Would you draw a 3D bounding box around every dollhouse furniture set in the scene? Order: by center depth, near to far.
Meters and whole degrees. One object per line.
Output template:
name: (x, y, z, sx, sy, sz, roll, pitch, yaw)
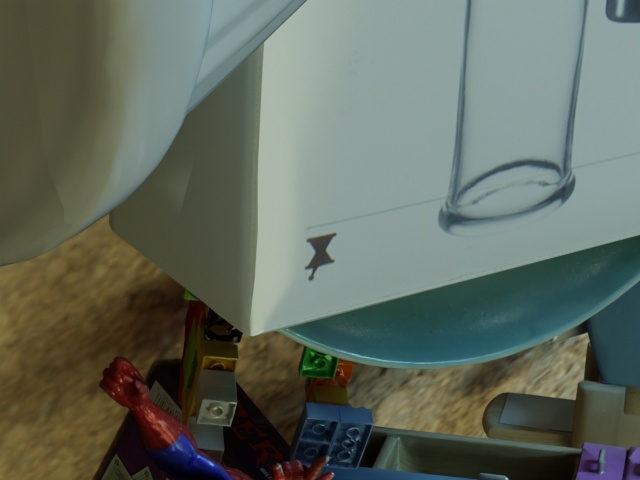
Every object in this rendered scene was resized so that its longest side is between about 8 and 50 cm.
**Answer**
dollhouse furniture set: (0.103, 0.002, 0.958, 0.286, 0.198, 0.303, -55, 149, -68)

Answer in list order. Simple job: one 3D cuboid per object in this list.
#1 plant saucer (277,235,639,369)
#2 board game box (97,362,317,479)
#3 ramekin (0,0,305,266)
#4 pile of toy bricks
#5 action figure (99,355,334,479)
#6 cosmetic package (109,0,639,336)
plant saucer: (0.050, -0.112, 0.672, 0.317, 0.043, 0.318, -10, 108, -31)
board game box: (-0.008, 0.245, 0.873, 0.056, 0.347, 0.208, -2, 132, -49)
ramekin: (-0.088, -0.141, 0.402, 0.127, 0.273, 0.273, -36, 151, -33)
pile of toy bricks: (0.000, 0.000, 0.820, 0.118, 0.105, 0.212, 6, 132, -12)
action figure: (-0.102, 0.106, 0.761, 0.280, 0.091, 0.139, -3, 134, -16)
cosmetic package: (0.117, -0.151, 0.600, 0.377, 0.097, 0.284, -14, 121, -31)
